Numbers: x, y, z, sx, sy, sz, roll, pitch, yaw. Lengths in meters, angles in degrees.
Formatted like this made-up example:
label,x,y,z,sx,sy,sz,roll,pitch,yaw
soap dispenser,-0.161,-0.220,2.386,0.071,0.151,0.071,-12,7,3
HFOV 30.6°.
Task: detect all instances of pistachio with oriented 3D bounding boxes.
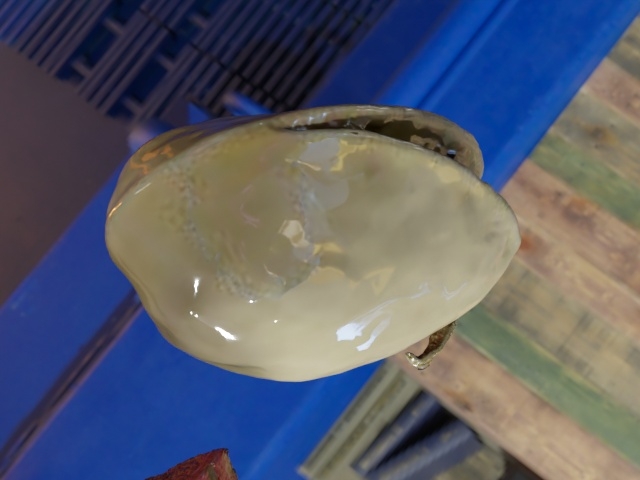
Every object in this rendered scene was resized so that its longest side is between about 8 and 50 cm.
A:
label,x,y,z,sx,sy,sz,roll,pitch,yaw
pistachio,0.000,0.000,0.556,0.223,0.152,0.126,3,-131,-41

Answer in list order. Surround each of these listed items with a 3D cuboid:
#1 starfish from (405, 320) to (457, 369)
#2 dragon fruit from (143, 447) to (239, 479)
label,x,y,z,sx,sy,sz,roll,pitch,yaw
starfish,0.086,0.052,1.135,0.146,0.190,0.074,54,-162,26
dragon fruit,-0.169,0.274,0.867,0.163,0.262,0.189,68,-167,17
